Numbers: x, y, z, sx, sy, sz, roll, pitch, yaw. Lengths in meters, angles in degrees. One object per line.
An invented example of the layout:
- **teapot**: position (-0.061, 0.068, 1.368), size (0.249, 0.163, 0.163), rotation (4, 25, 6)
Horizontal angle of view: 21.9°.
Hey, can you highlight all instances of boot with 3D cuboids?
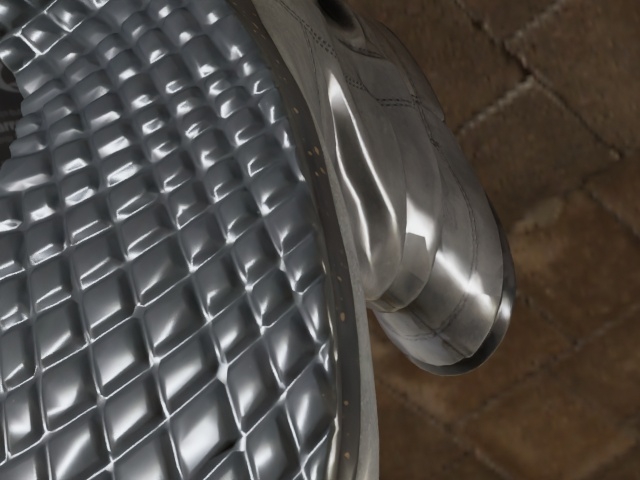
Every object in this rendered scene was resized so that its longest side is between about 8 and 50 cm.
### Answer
- **boot**: position (0.000, 0.000, 0.535), size (0.118, 0.338, 0.223), rotation (-30, 140, 23)

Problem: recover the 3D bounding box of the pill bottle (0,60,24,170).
- **pill bottle**: position (-0.203, -0.102, 0.683), size (0.176, 0.318, 0.176), rotation (-20, 174, -2)
